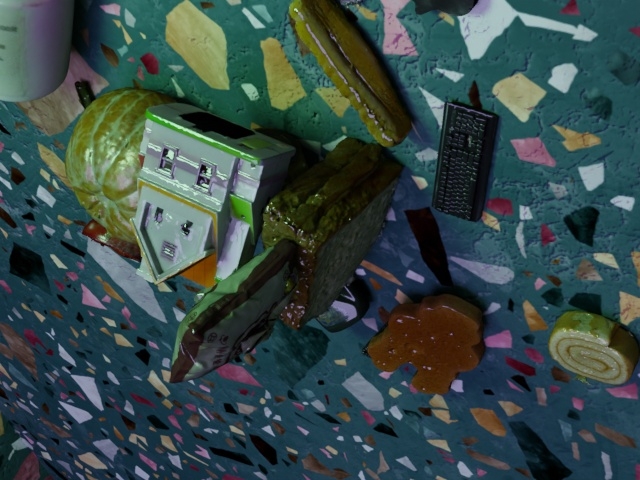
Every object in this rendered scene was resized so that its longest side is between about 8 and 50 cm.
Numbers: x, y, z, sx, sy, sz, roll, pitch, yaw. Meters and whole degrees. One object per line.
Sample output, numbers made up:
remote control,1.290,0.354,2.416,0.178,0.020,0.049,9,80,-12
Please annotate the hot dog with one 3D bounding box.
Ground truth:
hot dog,0.048,-0.273,1.420,0.289,0.083,0.068,54,159,-19

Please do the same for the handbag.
handbag,-0.141,0.119,1.415,0.127,0.235,0.213,39,145,12

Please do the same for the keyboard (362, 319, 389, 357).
keyboard,0.145,0.208,1.880,0.060,0.018,0.195,34,143,2

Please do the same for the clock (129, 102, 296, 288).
clock,-0.205,-0.051,1.523,0.235,0.166,0.309,24,111,17

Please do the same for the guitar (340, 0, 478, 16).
guitar,0.122,-0.364,1.302,0.233,0.025,0.088,3,131,37

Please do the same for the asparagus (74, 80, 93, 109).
asparagus,-0.483,-0.266,1.903,0.036,0.030,0.165,1,130,25

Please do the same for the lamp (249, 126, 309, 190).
lamp,-0.107,-0.110,1.651,0.161,0.161,0.185,30,138,11

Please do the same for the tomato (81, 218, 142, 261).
tomato,-0.475,-0.016,2.108,0.139,0.091,0.159,18,166,40

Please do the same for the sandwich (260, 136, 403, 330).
sandwich,0.000,0.001,1.586,0.131,0.262,0.325,34,142,16

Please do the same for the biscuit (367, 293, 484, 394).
biscuit,0.221,0.202,1.775,0.202,0.047,0.334,27,145,0

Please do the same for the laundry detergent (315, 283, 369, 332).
laundry detergent,-0.007,0.084,1.832,0.221,0.078,0.144,49,140,-10

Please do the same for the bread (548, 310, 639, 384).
bread,0.470,0.186,1.539,0.149,0.073,0.122,15,135,28

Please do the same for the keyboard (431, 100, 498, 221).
keyboard,0.231,-0.125,1.459,0.094,0.025,0.230,20,139,19

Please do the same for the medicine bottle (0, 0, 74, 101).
medicine bottle,-0.559,-0.453,1.620,0.219,0.219,0.388,35,144,6

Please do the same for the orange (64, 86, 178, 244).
orange,-0.342,-0.136,1.739,0.329,0.249,0.329,28,144,23
